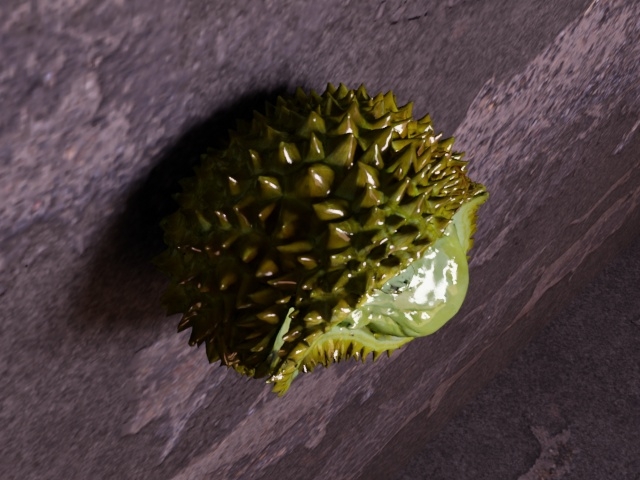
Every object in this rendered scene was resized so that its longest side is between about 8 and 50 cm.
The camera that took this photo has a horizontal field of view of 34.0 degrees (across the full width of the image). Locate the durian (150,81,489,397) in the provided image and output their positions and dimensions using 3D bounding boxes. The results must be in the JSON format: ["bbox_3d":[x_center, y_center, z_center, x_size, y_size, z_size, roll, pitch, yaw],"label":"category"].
[{"bbox_3d":[0.001,-0.001,0.682,0.237,0.176,0.200,-25,139,-60],"label":"durian"}]
